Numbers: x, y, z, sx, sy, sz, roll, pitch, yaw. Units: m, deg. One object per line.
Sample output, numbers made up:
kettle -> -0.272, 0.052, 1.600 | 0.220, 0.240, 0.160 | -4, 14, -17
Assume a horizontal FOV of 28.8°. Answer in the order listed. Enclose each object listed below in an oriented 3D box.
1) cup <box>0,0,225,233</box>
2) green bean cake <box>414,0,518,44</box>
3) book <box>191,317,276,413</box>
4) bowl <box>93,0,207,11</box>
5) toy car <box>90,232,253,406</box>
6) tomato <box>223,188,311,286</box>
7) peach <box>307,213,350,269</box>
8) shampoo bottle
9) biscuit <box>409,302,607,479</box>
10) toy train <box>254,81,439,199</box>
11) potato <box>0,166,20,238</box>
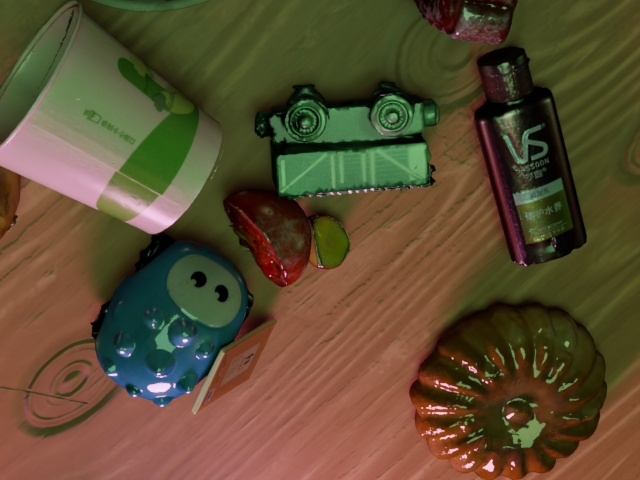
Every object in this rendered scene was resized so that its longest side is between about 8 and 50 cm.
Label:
cup -> -0.295, -0.150, 1.695 | 0.274, 0.253, 0.253 | 34, 104, -26
green bean cake -> 0.195, -0.375, 1.667 | 0.097, 0.232, 0.198 | 5, 115, -14
book -> -0.129, 0.188, 1.890 | 0.012, 0.172, 0.118 | 33, 113, 15
bowl -> -0.225, -0.485, 1.584 | 0.435, 0.196, 0.434 | -3, 113, -7
toy car -> -0.220, 0.129, 1.839 | 0.188, 0.190, 0.255 | 36, 101, -18
tomato -> -0.065, -0.015, 1.839 | 0.091, 0.139, 0.159 | -34, 119, -18
peach -> 0.000, 0.000, 1.889 | 0.083, 0.050, 0.077 | 37, 80, -29
shampoo bottle -> 0.307, -0.126, 1.863 | 0.129, 0.084, 0.323 | -18, 113, -3
biscuit -> 0.311, 0.257, 2.014 | 0.326, 0.107, 0.325 | -4, 114, -9
toy train -> 0.041, -0.145, 1.803 | 0.270, 0.115, 0.154 | -5, 107, -7
potato -> -0.491, -0.074, 1.757 | 0.137, 0.137, 0.175 | 10, 89, -12
